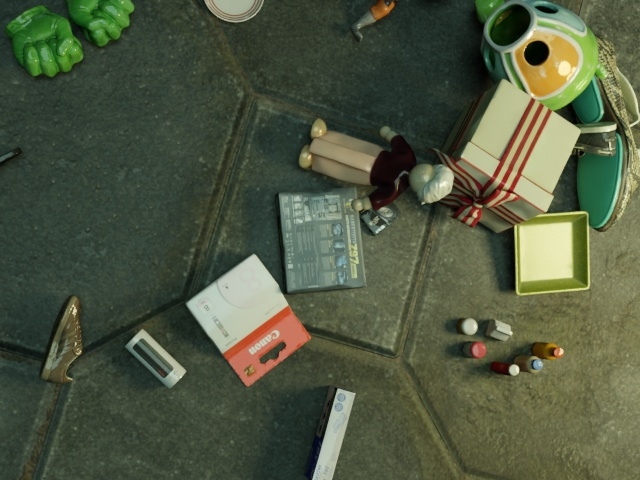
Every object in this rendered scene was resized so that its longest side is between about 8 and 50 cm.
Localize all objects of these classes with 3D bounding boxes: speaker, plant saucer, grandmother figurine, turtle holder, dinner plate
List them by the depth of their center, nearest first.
[{"bbox_3d":[-0.354,0.256,1.848,0.136,0.055,0.055,45,79,-4],"label":"speaker"},{"bbox_3d":[0.125,-0.157,1.876,0.342,0.104,0.207,17,85,22],"label":"grandmother figurine"},{"bbox_3d":[0.479,-0.452,1.938,0.227,0.243,0.320,29,51,-39],"label":"turtle holder"},{"bbox_3d":[-0.200,-0.568,1.971,0.141,0.017,0.141,1,86,-11],"label":"dinner plate"},{"bbox_3d":[0.538,0.028,2.023,0.189,0.045,0.188,-4,96,-11],"label":"plant saucer"}]

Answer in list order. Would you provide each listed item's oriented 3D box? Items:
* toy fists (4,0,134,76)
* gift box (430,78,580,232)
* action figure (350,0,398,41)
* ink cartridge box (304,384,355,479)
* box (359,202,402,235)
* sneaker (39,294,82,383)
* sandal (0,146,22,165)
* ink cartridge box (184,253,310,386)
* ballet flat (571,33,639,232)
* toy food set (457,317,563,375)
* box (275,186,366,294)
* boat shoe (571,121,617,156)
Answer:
[{"bbox_3d":[-0.538,-0.466,1.861,0.279,0.096,0.142,-38,93,-13],"label":"toy fists"},{"bbox_3d":[0.377,-0.178,1.930,0.276,0.255,0.258,29,72,-3],"label":"gift box"},{"bbox_3d":[0.148,-0.673,1.969,0.330,0.178,0.341,-38,117,-16],"label":"action figure"},{"bbox_3d":[0.020,0.426,1.878,0.046,0.097,0.207,17,82,-8],"label":"ink cartridge box"},{"bbox_3d":[0.137,-0.061,1.984,0.083,0.018,0.067,-38,92,-12],"label":"box"},{"bbox_3d":[-0.536,0.211,1.824,0.071,0.066,0.188,21,87,-25],"label":"sneaker"},{"bbox_3d":[-0.710,-0.141,1.817,0.179,0.067,0.040,-30,102,-14],"label":"sandal"},{"bbox_3d":[-0.156,0.175,1.893,0.189,0.066,0.232,-37,88,-12],"label":"ink cartridge box"},{"bbox_3d":[0.694,-0.265,2.046,0.182,0.164,0.482,-5,84,-27],"label":"ballet flat"},{"bbox_3d":[0.428,0.249,1.964,0.232,0.104,0.111,23,81,-8],"label":"toy food set"},{"bbox_3d":[0.000,0.000,1.933,0.184,0.059,0.232,-5,85,-10],"label":"box"},{"bbox_3d":[0.581,-0.228,1.982,0.084,0.233,0.079,-23,107,-30],"label":"boat shoe"}]
